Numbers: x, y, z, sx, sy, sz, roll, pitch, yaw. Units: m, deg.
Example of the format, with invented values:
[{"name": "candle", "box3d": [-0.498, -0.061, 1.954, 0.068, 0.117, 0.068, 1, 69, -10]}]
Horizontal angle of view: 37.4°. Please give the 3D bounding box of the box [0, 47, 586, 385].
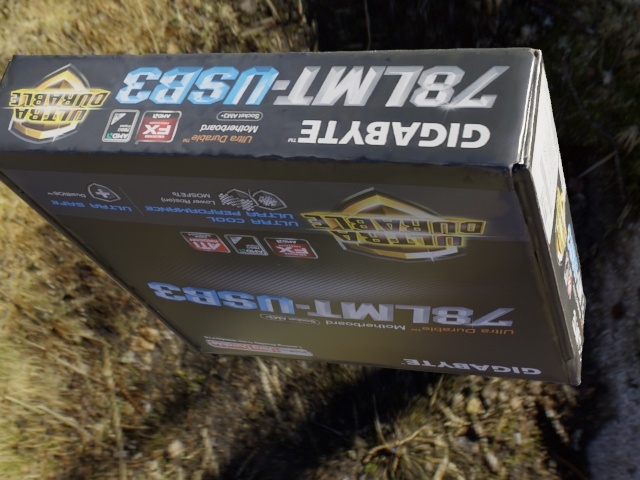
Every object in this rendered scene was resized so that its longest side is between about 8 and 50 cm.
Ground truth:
[{"name": "box", "box3d": [0.000, 0.000, 0.573, 0.296, 0.293, 0.073, 3, 63, 21]}]
